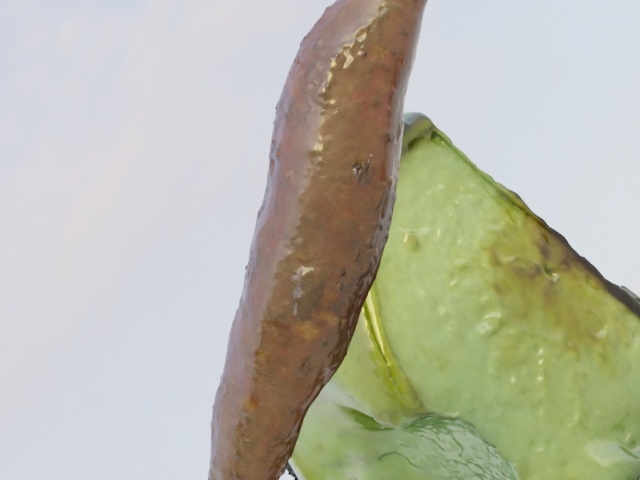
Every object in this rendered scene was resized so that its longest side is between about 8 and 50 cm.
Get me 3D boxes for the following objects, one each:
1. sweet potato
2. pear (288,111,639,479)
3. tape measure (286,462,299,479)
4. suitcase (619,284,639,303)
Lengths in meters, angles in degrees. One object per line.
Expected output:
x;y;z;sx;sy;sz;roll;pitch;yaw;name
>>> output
0.000;0.000;0.789;0.072;0.066;0.314;-149;72;-77;sweet potato
0.062;0.102;1.106;0.176;0.286;0.282;-52;7;-31;pear
0.027;0.166;1.604;0.186;0.199;0.112;-38;11;31;tape measure
0.213;0.087;1.654;0.066;0.285;0.206;-37;-26;-33;suitcase
